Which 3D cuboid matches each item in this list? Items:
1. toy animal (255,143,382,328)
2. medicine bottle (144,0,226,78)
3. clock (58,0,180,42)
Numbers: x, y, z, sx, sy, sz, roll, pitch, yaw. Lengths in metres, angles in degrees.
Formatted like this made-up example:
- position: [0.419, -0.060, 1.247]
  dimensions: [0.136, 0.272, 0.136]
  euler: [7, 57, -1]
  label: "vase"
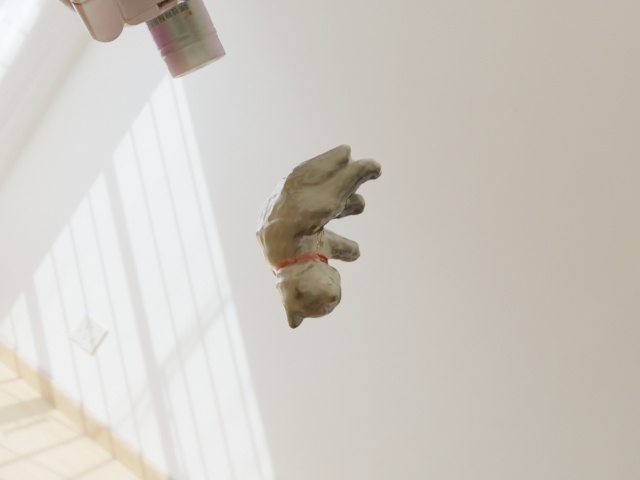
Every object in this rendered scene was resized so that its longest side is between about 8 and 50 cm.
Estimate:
- position: [0.000, 0.000, 1.222]
  dimensions: [0.266, 0.308, 0.188]
  euler: [47, 28, -27]
  label: "toy animal"
- position: [-0.345, -0.533, 1.629]
  dimensions: [0.254, 0.152, 0.152]
  euler: [65, -3, -14]
  label: "medicine bottle"
- position: [-0.351, -0.520, 1.149]
  dimensions: [0.326, 0.342, 0.184]
  euler: [45, -23, 27]
  label: "clock"
